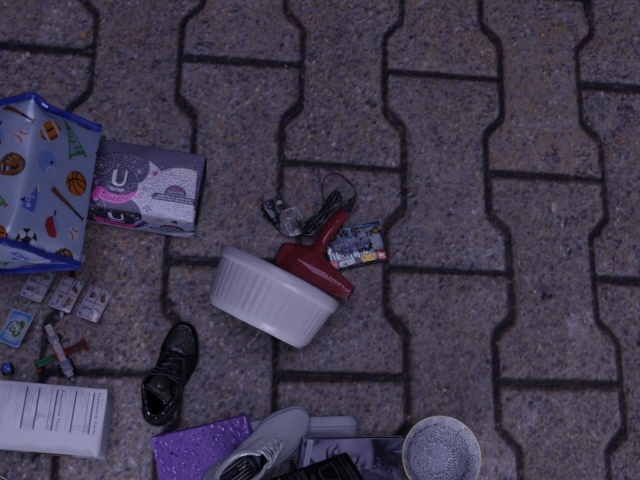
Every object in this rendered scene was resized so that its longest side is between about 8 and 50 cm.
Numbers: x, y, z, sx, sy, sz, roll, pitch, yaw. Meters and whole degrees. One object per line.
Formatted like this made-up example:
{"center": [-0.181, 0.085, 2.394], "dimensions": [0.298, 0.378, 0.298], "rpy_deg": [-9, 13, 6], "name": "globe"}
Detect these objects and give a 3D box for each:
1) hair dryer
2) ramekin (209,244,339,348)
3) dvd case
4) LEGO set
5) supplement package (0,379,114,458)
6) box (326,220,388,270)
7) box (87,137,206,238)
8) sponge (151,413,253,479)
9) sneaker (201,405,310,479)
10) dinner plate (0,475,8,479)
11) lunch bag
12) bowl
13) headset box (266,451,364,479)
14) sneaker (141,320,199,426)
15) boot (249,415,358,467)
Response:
{"center": [0.000, 0.000, 1.886], "dimensions": [0.224, 0.080, 0.293], "rpy_deg": [-20, 76, 5], "name": "hair dryer"}
{"center": [-0.109, 0.123, 1.776], "dimensions": [0.273, 0.273, 0.127], "rpy_deg": [28, 84, 1], "name": "ramekin"}
{"center": [0.055, 0.479, 1.750], "dimensions": [0.221, 0.018, 0.164], "rpy_deg": [4, 107, -18], "name": "dvd case"}
{"center": [-0.577, 0.194, 1.814], "dimensions": [0.183, 0.060, 0.244], "rpy_deg": [19, 64, 2], "name": "LEGO set"}
{"center": [-0.552, 0.363, 1.711], "dimensions": [0.244, 0.139, 0.133], "rpy_deg": [6, 72, -5], "name": "supplement package"}
{"center": [0.078, 0.014, 1.944], "dimensions": [0.137, 0.027, 0.094], "rpy_deg": [-12, 77, -10], "name": "box"}
{"center": [-0.385, -0.111, 1.862], "dimensions": [0.247, 0.142, 0.163], "rpy_deg": [9, 73, -4], "name": "box"}
{"center": [-0.236, 0.437, 1.741], "dimensions": [0.210, 0.031, 0.117], "rpy_deg": [-15, 89, 9], "name": "sponge"}
{"center": [-0.114, 0.423, 1.669], "dimensions": [0.258, 0.091, 0.094], "rpy_deg": [-38, 99, -23], "name": "sneaker"}
{"center": [-0.676, 0.542, 1.709], "dimensions": [0.141, 0.017, 0.141], "rpy_deg": [2, 75, -7], "name": "dinner plate"}
{"center": [-0.679, -0.103, 1.749], "dimensions": [0.386, 0.239, 0.327], "rpy_deg": [-4, 71, 33], "name": "lunch bag"}
{"center": [0.249, 0.462, 1.812], "dimensions": [0.170, 0.080, 0.170], "rpy_deg": [2, 74, -7], "name": "bowl"}
{"center": [-0.035, 0.593, 1.667], "dimensions": [0.283, 0.131, 0.246], "rpy_deg": [-18, 106, -11], "name": "headset box"}
{"center": [-0.311, 0.272, 1.773], "dimensions": [0.087, 0.130, 0.227], "rpy_deg": [22, 71, -3], "name": "sneaker"}
{"center": [-0.045, 0.436, 1.775], "dimensions": [0.258, 0.095, 0.123], "rpy_deg": [-1, 71, -7], "name": "boot"}
